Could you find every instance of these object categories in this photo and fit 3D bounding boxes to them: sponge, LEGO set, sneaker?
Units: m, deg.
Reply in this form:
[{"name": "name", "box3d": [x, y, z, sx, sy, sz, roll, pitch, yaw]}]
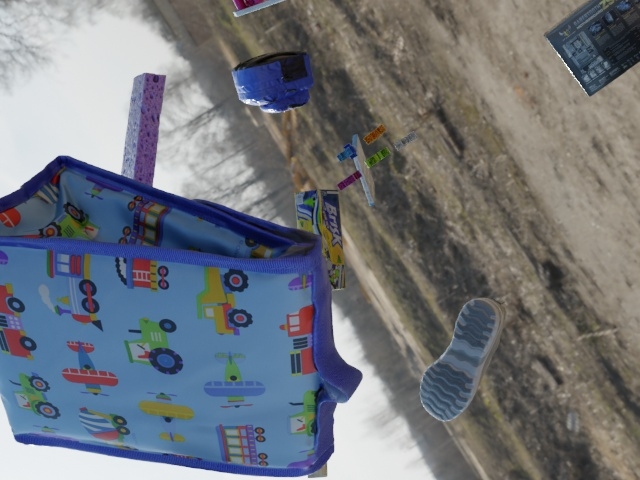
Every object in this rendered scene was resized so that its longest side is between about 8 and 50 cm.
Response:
[{"name": "sponge", "box3d": [-0.258, -0.130, 0.977, 0.117, 0.031, 0.210, 17, 100, 64]}, {"name": "LEGO set", "box3d": [0.126, -0.226, 1.687, 0.087, 0.227, 0.093, 56, -162, -3]}, {"name": "sneaker", "box3d": [0.292, 0.234, 1.330, 0.105, 0.281, 0.115, 39, -152, 29]}]

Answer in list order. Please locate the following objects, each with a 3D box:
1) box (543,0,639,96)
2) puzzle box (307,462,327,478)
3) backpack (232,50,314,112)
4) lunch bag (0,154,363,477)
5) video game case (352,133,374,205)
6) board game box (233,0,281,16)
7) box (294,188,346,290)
[{"name": "box", "box3d": [0.667, -0.477, 1.586, 0.183, 0.233, 0.059, 49, -159, -10]}, {"name": "puzzle box", "box3d": [-0.022, 0.338, 1.705, 0.272, 0.052, 0.409, -91, -3, -77]}, {"name": "backpack", "box3d": [-0.081, -0.266, 1.157, 0.098, 0.120, 0.101, 10, 115, 61]}, {"name": "lunch bag", "box3d": [-0.111, 0.078, 0.541, 0.138, 0.293, 0.221, -53, -31, -51]}, {"name": "video game case", "box3d": [0.119, -0.194, 1.881, 0.119, 0.015, 0.166, -84, -25, -56]}, {"name": "board game box", "box3d": [0.040, -0.620, 1.461, 0.050, 0.390, 0.390, 64, -145, -29]}, {"name": "box", "box3d": [0.000, 0.000, 1.147, 0.059, 0.054, 0.169, -3, -91, -53]}]
